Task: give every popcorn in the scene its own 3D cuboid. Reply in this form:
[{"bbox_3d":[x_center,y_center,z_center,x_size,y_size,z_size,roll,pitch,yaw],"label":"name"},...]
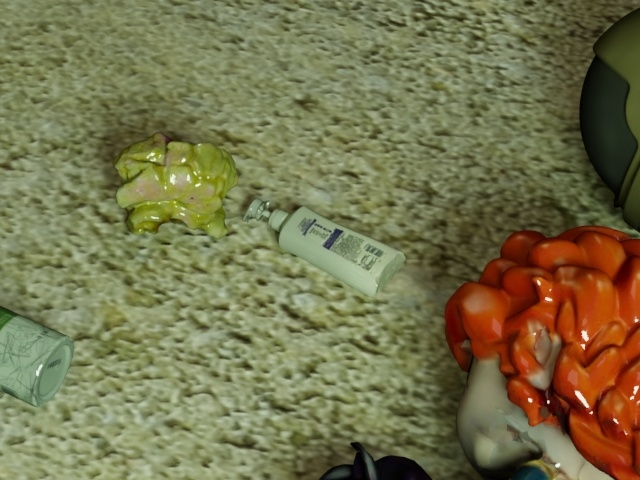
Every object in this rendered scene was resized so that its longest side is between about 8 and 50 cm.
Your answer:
[{"bbox_3d":[-0.121,-0.047,1.446,0.097,0.109,0.089,-3,75,39],"label":"popcorn"}]

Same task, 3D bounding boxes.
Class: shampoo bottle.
[{"bbox_3d":[0.000,0.000,1.452,0.141,0.034,0.049,28,60,19],"label":"shampoo bottle"},{"bbox_3d":[-0.295,0.065,1.356,0.204,0.065,0.065,22,51,14],"label":"shampoo bottle"}]

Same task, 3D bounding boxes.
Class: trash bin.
[{"bbox_3d":[0.365,-0.069,1.432,0.334,0.214,0.214,35,55,13],"label":"trash bin"}]

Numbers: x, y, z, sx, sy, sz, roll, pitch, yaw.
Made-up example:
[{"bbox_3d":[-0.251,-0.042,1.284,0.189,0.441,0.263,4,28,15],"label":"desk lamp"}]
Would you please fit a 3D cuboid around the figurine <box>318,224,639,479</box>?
[{"bbox_3d":[0.143,0.183,1.203,0.412,0.241,0.306,-45,37,-15],"label":"figurine"}]
